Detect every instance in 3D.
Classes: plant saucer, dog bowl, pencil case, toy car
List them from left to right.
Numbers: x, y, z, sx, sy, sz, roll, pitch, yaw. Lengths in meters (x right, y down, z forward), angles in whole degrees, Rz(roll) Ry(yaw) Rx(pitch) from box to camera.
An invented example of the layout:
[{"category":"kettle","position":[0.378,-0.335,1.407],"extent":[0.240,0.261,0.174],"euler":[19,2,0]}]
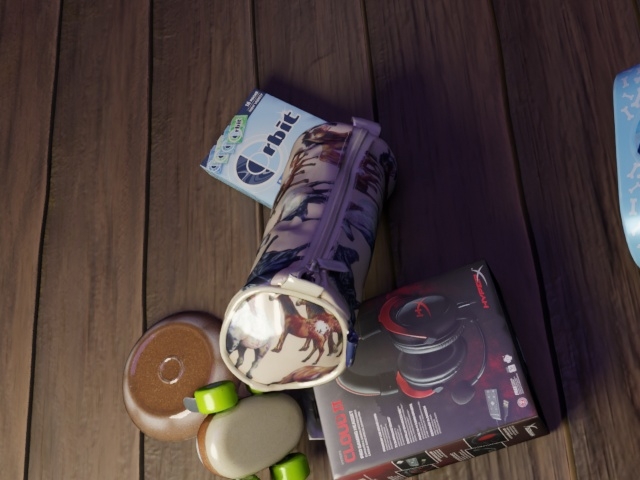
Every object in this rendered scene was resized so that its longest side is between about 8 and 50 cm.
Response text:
[{"category":"plant saucer","position":[-0.213,0.193,1.359],"extent":[0.198,0.036,0.198],"euler":[-8,65,18]},{"category":"toy car","position":[-0.126,0.255,1.228],"extent":[0.188,0.149,0.155],"euler":[-13,93,51]},{"category":"pencil case","position":[0.000,0.000,1.191],"extent":[0.183,0.160,0.410],"euler":[-51,13,37]},{"category":"dog bowl","position":[0.427,-0.096,1.167],"extent":[0.074,0.166,0.297],"euler":[-9,64,31]}]

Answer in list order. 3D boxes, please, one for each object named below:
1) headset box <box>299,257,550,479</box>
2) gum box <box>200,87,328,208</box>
[{"category":"headset box","position":[0.115,0.181,1.189],"extent":[0.293,0.110,0.218],"euler":[-20,61,13]},{"category":"gum box","position":[-0.073,-0.137,1.448],"extent":[0.184,0.041,0.157],"euler":[29,80,29]}]
